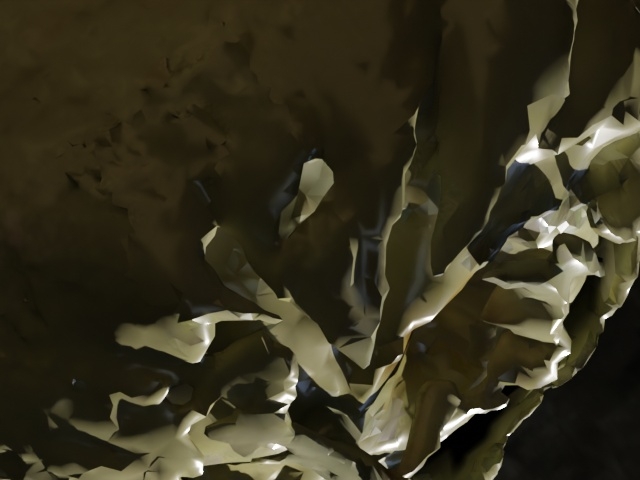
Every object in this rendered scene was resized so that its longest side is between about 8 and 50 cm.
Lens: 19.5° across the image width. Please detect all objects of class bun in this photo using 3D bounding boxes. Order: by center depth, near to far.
[{"bbox_3d":[0.000,0.000,0.517,0.152,0.259,0.259,38,-98,33],"label":"bun"}]
